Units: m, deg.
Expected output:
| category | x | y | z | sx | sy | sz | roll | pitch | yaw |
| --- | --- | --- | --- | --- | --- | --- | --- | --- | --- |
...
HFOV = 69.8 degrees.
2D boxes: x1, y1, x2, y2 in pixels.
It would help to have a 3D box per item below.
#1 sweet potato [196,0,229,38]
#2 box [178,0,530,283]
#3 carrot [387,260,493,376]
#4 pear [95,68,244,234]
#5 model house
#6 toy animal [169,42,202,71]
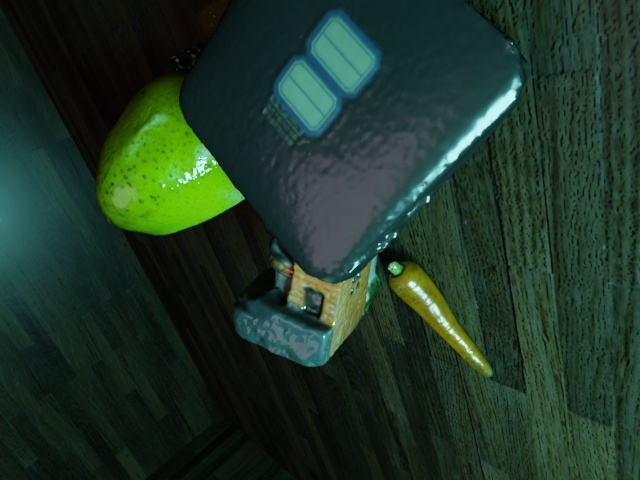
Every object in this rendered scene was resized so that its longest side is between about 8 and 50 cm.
| category | x | y | z | sx | sy | sz | roll | pitch | yaw |
| --- | --- | --- | --- | --- | --- | --- | --- | --- | --- |
| sweet potato | -0.125 | -0.373 | 0.723 | 0.233 | 0.062 | 0.081 | 9 | 142 | 46 |
| box | 0.008 | -0.173 | 0.552 | 0.359 | 0.091 | 0.350 | 50 | 118 | 16 |
| carrot | 0.203 | 0.127 | 0.764 | 0.257 | 0.061 | 0.061 | 47 | 149 | -5 |
| pear | -0.314 | -0.160 | 0.917 | 0.342 | 0.318 | 0.238 | 24 | 157 | 38 |
| model house | 0.000 | 0.000 | 0.742 | 0.190 | 0.271 | 0.301 | 23 | 122 | 20 |
| toy animal | -0.277 | -0.361 | 0.951 | 0.135 | 0.047 | 0.065 | 10 | 135 | 43 |
